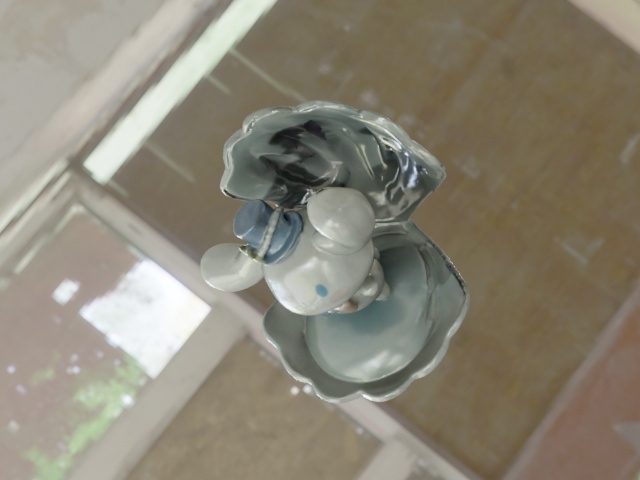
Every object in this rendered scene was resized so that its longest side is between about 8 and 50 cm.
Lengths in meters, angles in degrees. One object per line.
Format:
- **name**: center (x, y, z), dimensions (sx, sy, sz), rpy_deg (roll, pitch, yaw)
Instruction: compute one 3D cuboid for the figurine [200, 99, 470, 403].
- **figurine**: center (0.000, 0.000, 0.481), dimensions (0.086, 0.094, 0.082), rpy_deg (49, -135, -44)
